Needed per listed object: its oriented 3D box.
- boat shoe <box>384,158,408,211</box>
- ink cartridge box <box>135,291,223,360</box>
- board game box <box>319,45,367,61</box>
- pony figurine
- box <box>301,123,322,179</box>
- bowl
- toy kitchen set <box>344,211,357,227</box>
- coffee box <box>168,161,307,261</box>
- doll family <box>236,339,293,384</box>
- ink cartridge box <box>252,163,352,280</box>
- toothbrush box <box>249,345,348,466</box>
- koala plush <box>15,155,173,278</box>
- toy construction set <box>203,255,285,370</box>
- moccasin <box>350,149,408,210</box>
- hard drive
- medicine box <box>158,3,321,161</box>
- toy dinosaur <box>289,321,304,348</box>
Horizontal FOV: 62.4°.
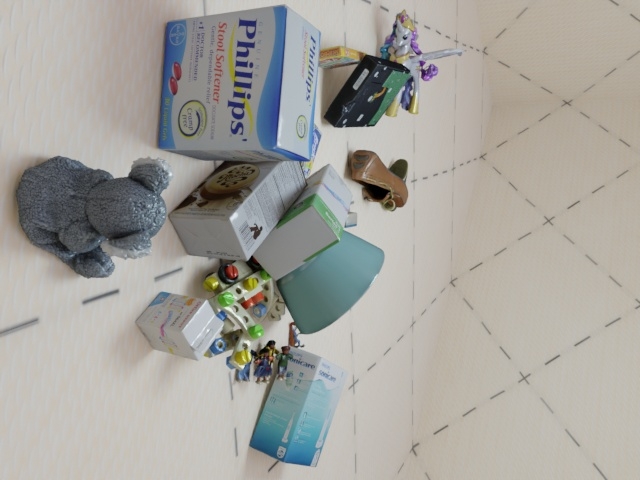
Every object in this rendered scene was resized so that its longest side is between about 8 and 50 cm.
[{"bbox_3d":[0.310,-0.225,2.176,0.073,0.080,0.224,42,63,-62],"label":"boat shoe"},{"bbox_3d":[-0.278,0.173,1.074,0.092,0.143,0.090,-58,142,-41],"label":"ink cartridge box"},{"bbox_3d":[0.046,-0.535,1.550,0.259,0.124,0.039,-37,122,-63],"label":"board game box"},{"bbox_3d":[0.343,-0.669,2.006,0.351,0.303,0.363,-21,128,-50],"label":"pony figurine"},{"bbox_3d":[-0.049,-0.253,1.524,0.059,0.054,0.169,46,54,-55],"label":"box"},{"bbox_3d":[0.002,0.079,1.404,0.163,0.311,0.311,47,46,-12],"label":"bowl"},{"bbox_3d":[0.000,0.000,1.631,0.207,0.122,0.166,-11,105,-40],"label":"toy kitchen set"},{"bbox_3d":[-0.175,-0.096,1.198,0.297,0.168,0.119,-57,140,-43],"label":"coffee box"},{"bbox_3d":[-0.152,0.316,1.407,0.193,0.076,0.111,7,93,-59],"label":"doll family"},{"bbox_3d":[-0.041,-0.054,1.318,0.117,0.201,0.278,51,24,-16],"label":"ink cartridge box"},{"bbox_3d":[-0.053,0.483,1.535,0.216,0.126,0.295,44,64,-56],"label":"toothbrush box"},{"bbox_3d":[-0.339,-0.045,0.844,0.203,0.221,0.196,44,57,-55],"label":"koala plush"},{"bbox_3d":[-0.173,0.151,1.249,0.215,0.151,0.327,60,20,-1],"label":"toy construction set"},{"bbox_3d":[0.220,-0.195,1.947,0.380,0.139,0.147,34,71,-61],"label":"moccasin"},{"bbox_3d":[0.162,-0.481,1.732,0.237,0.064,0.339,-52,165,28],"label":"hard drive"},{"bbox_3d":[-0.162,-0.299,1.058,0.149,0.289,0.263,2,92,-62],"label":"medicine box"},{"bbox_3d":[-0.077,0.287,1.579,0.090,0.047,0.082,-45,115,-36],"label":"toy dinosaur"}]
